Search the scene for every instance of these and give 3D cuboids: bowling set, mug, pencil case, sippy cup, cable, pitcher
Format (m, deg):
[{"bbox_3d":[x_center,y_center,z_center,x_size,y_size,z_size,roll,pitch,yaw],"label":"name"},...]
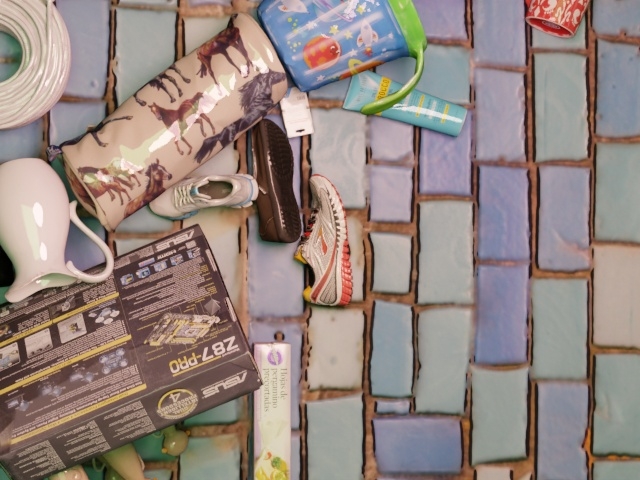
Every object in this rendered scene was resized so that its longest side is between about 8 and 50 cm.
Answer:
[{"bbox_3d":[-0.356,0.371,1.780,0.287,0.200,0.154,-36,100,-49],"label":"bowling set"},{"bbox_3d":[0.418,-0.452,1.930,0.113,0.150,0.169,21,90,-42],"label":"mug"},{"bbox_3d":[-0.238,-0.202,1.793,0.410,0.160,0.183,-38,61,-8],"label":"pencil case"},{"bbox_3d":[0.024,-0.364,1.813,0.224,0.240,0.305,-28,47,2],"label":"sippy cup"},{"bbox_3d":[-0.537,-0.306,1.799,0.257,0.089,0.257,-11,90,-7],"label":"cable"},{"bbox_3d":[-0.426,-0.021,1.731,0.177,0.125,0.207,-7,73,-29],"label":"pitcher"}]

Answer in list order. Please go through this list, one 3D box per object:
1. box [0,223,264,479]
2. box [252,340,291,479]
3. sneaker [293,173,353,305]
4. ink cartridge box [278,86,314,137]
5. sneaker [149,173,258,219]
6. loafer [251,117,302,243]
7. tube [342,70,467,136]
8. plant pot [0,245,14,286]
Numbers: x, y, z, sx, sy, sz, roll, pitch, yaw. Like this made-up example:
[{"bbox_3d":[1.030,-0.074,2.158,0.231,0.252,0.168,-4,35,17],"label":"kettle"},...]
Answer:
[{"bbox_3d":[-0.319,0.165,1.700,0.395,0.318,0.097,-23,132,-6],"label":"box"},{"bbox_3d":[-0.082,0.332,1.844,0.063,0.067,0.324,0,87,-8],"label":"box"},{"bbox_3d":[0.000,0.000,1.855,0.092,0.088,0.225,-5,88,-6],"label":"sneaker"},{"bbox_3d":[-0.043,-0.219,1.886,0.048,0.028,0.083,-12,89,-8],"label":"ink cartridge box"},{"bbox_3d":[-0.204,-0.079,1.811,0.190,0.083,0.071,-11,84,19],"label":"sneaker"},{"bbox_3d":[-0.092,-0.097,1.849,0.078,0.080,0.220,-15,75,30],"label":"loafer"},{"bbox_3d":[0.148,-0.235,1.905,0.207,0.052,0.080,17,75,-1],"label":"tube"},{"bbox_3d":[-0.601,-0.009,1.741,0.187,0.167,0.188,-6,90,-7],"label":"plant pot"}]
